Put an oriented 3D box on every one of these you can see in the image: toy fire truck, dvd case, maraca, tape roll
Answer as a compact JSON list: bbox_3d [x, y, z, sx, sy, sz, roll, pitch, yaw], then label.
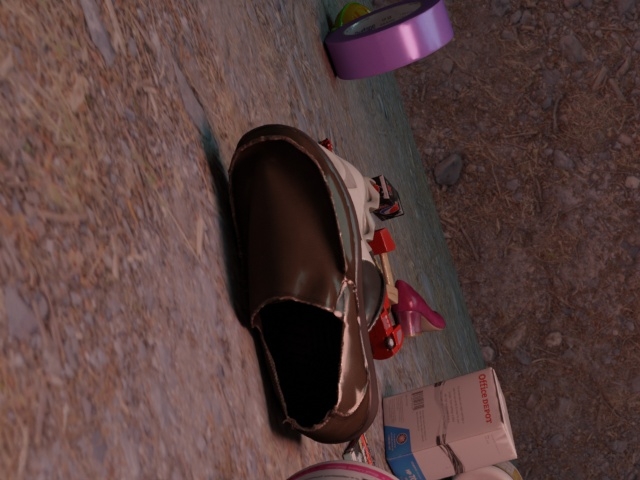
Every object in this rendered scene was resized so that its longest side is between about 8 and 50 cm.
[{"bbox_3d":[0.099,0.088,1.619,0.135,0.047,0.192,-36,109,-58],"label":"toy fire truck"},{"bbox_3d":[0.058,0.311,1.307,0.119,0.013,0.087,-24,97,-79],"label":"dvd case"},{"bbox_3d":[0.077,-0.492,2.314,0.127,0.099,0.186,57,44,-28],"label":"maraca"},{"bbox_3d":[0.151,-0.451,2.149,0.275,0.274,0.090,-80,149,-65],"label":"tape roll"}]

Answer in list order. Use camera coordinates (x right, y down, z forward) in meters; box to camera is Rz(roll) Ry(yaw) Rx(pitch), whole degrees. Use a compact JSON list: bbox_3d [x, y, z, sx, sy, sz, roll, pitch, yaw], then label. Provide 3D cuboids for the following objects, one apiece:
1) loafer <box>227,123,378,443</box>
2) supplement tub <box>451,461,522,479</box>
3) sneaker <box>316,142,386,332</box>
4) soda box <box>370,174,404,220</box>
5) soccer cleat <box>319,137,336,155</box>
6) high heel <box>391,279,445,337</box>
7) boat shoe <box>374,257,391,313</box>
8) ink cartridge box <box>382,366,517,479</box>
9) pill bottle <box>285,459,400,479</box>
[{"bbox_3d":[-0.017,0.044,1.054,0.130,0.133,0.366,7,66,-77],"label":"loafer"},{"bbox_3d":[0.331,0.505,1.931,0.199,0.144,0.144,16,57,-76],"label":"supplement tub"},{"bbox_3d":[0.000,0.000,1.295,0.146,0.122,0.330,41,30,-34],"label":"sneaker"},{"bbox_3d":[0.135,-0.090,2.104,0.169,0.053,0.060,31,43,-71],"label":"soda box"},{"bbox_3d":[0.018,-0.145,1.721,0.035,0.029,0.083,51,20,-50],"label":"soccer cleat"},{"bbox_3d":[0.202,0.136,2.029,0.244,0.082,0.117,-1,84,-64],"label":"high heel"},{"bbox_3d":[0.092,0.068,1.702,0.045,0.050,0.135,-41,113,-71],"label":"boat shoe"},{"bbox_3d":[0.201,0.296,1.538,0.140,0.190,0.082,-88,157,-56],"label":"ink cartridge box"},{"bbox_3d":[0.001,0.293,0.734,0.283,0.160,0.160,-46,118,-76],"label":"pill bottle"}]
